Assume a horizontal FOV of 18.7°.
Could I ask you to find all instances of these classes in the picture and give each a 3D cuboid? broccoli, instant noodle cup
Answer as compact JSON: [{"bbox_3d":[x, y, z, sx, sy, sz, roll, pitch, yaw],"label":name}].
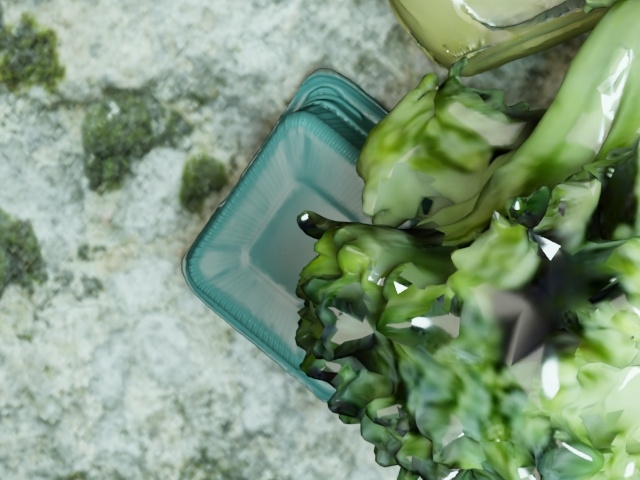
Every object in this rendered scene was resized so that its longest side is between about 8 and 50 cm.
[{"bbox_3d":[0.160,0.013,1.017,0.348,0.293,0.280,7,100,5],"label":"broccoli"},{"bbox_3d":[0.000,0.000,1.231,0.157,0.070,0.179,39,104,16],"label":"instant noodle cup"}]

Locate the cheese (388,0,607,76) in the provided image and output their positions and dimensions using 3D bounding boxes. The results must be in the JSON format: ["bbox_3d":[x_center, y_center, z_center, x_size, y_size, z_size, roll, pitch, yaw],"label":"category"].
[{"bbox_3d":[0.125,-0.268,1.146,0.260,0.128,0.315,-22,88,15],"label":"cheese"}]
